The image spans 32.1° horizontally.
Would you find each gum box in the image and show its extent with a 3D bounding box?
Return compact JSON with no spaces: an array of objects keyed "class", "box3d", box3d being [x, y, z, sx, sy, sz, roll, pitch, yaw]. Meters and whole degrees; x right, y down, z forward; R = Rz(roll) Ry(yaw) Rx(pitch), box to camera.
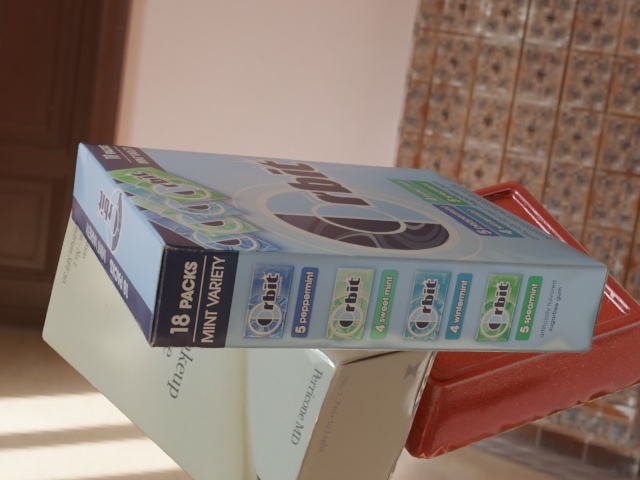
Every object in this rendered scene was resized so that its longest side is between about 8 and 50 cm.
[{"class":"gum box","box3d":[0.000,0.000,0.476,0.184,0.041,0.157,2,17,-23]}]

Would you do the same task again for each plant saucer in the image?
[{"class":"plant saucer","box3d":[0.134,0.043,0.951,0.259,0.048,0.258,-16,43,-20]}]

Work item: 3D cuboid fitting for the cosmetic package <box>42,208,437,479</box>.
[{"class":"cosmetic package","box3d":[-0.075,0.077,0.855,0.113,0.160,0.309,-3,26,-46]}]
